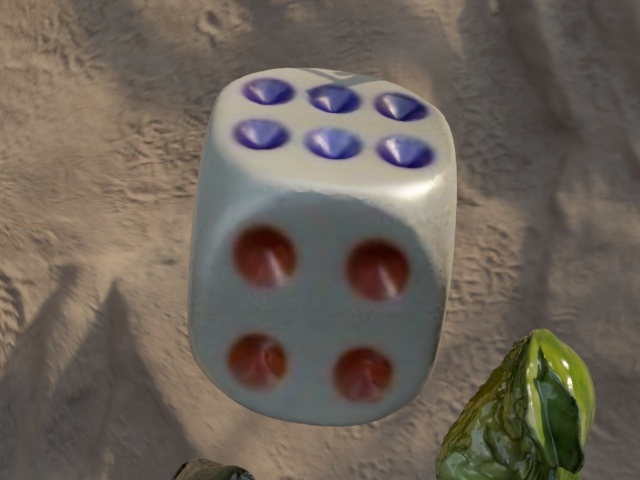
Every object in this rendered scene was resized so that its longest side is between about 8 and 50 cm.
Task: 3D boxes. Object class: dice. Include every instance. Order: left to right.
[{"bbox_3d":[0.000,0.000,1.213,0.276,0.304,0.304,8,122,0],"label":"dice"}]

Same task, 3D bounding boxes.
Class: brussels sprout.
[{"bbox_3d":[0.142,0.130,0.749,0.100,0.181,0.139,21,89,18],"label":"brussels sprout"}]

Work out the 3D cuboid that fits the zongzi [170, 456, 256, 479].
[{"bbox_3d":[-0.119,0.575,1.246,0.467,0.218,0.500,50,57,-13],"label":"zongzi"}]
